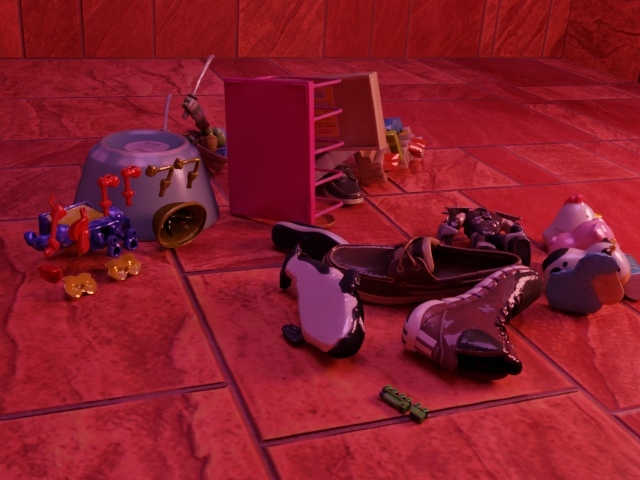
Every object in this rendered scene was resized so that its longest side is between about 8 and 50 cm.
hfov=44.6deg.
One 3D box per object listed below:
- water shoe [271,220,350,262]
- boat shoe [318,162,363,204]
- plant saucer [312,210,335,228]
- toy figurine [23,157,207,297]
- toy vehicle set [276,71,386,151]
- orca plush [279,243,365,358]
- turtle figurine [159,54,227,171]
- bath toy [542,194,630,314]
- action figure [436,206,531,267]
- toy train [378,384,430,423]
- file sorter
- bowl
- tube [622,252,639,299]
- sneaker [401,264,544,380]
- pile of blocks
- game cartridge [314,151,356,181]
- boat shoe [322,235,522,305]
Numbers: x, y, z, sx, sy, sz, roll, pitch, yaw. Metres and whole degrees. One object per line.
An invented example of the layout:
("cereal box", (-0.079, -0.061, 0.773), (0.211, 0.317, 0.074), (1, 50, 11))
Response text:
("water shoe", (0.000, 0.000, 1.498), (0.203, 0.072, 0.080), (22, 25, 34))
("boat shoe", (0.042, -0.147, 1.844), (0.080, 0.073, 0.223), (-4, 24, -16))
("plant saucer", (-0.009, -0.042, 1.668), (0.084, 0.013, 0.083), (4, 23, -2))
("toy figurine", (-0.407, -0.052, 1.420), (0.217, 0.191, 0.363), (13, 26, 34))
("toy vehicle set", (0.010, -0.282, 1.737), (0.267, 0.165, 0.035), (3, 24, 29))
("orca plush", (0.011, 0.116, 1.258), (0.151, 0.102, 0.287), (-52, 31, -9))
("turtle figurine", (-0.364, -0.271, 1.886), (0.198, 0.274, 0.266), (1, 26, 38))
("bath toy", (0.497, 0.013, 1.478), (0.152, 0.129, 0.348), (8, 23, 10))
("action figure", (0.325, 0.000, 1.531), (0.186, 0.099, 0.285), (-2, 19, 3))
("toy train", (0.113, 0.223, 1.067), (0.024, 0.017, 0.083), (-28, 38, -34))
("file sorter", (-0.066, -0.204, 1.669), (0.202, 0.290, 0.182), (9, 19, 28))
("bowl", (-0.366, -0.132, 1.634), (0.312, 0.163, 0.311), (3, 23, -1))
("tube", (0.586, 0.054, 1.508), (0.080, 0.052, 0.207), (17, 18, 2))
("sneaker", (0.276, 0.141, 1.202), (0.281, 0.106, 0.162), (-20, 38, -26))
("pile of blocks", (0.198, -0.252, 1.995), (0.113, 0.148, 0.362), (-1, 19, 24))
("game cartridge", (0.005, -0.265, 1.950), (0.230, 0.068, 0.355), (-40, 25, -3))
("boat shoe", (0.173, 0.039, 1.340), (0.342, 0.123, 0.123), (10, 42, 7))
